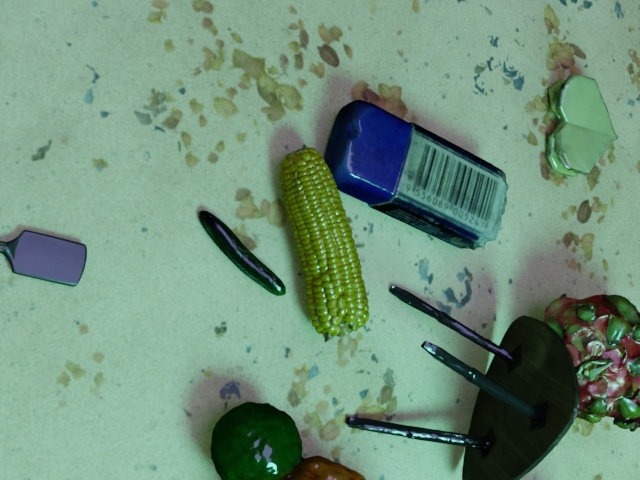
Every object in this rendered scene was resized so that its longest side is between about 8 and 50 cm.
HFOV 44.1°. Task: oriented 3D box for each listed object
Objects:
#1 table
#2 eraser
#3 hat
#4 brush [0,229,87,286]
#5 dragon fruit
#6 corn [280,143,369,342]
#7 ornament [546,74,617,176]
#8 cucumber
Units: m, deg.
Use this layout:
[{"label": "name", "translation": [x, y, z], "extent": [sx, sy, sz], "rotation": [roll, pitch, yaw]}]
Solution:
[{"label": "table", "translation": [0.206, 0.240, 1.278], "extent": [0.249, 0.317, 0.317], "rotation": [24, 72, -11]}, {"label": "eraser", "translation": [0.166, -0.104, 1.359], "extent": [0.332, 0.101, 0.155], "rotation": [23, 74, -24]}, {"label": "hat", "translation": [-0.010, 0.424, 1.153], "extent": [0.285, 0.285, 0.400], "rotation": [-21, 66, -30]}, {"label": "brush", "translation": [-0.414, 0.013, 1.066], "extent": [0.193, 0.016, 0.063], "rotation": [17, 75, -27]}, {"label": "dragon fruit", "translation": [0.510, 0.214, 1.433], "extent": [0.302, 0.237, 0.231], "rotation": [24, 81, -45]}, {"label": "corn", "translation": [0.005, -0.001, 1.252], "extent": [0.102, 0.102, 0.313], "rotation": [-14, 91, -30]}, {"label": "ornament", "translation": [0.540, -0.225, 1.611], "extent": [0.180, 0.059, 0.201], "rotation": [10, 81, -29]}, {"label": "cucumber", "translation": [-0.122, 0.023, 1.219], "extent": [0.184, 0.033, 0.036], "rotation": [45, 83, -15]}]
